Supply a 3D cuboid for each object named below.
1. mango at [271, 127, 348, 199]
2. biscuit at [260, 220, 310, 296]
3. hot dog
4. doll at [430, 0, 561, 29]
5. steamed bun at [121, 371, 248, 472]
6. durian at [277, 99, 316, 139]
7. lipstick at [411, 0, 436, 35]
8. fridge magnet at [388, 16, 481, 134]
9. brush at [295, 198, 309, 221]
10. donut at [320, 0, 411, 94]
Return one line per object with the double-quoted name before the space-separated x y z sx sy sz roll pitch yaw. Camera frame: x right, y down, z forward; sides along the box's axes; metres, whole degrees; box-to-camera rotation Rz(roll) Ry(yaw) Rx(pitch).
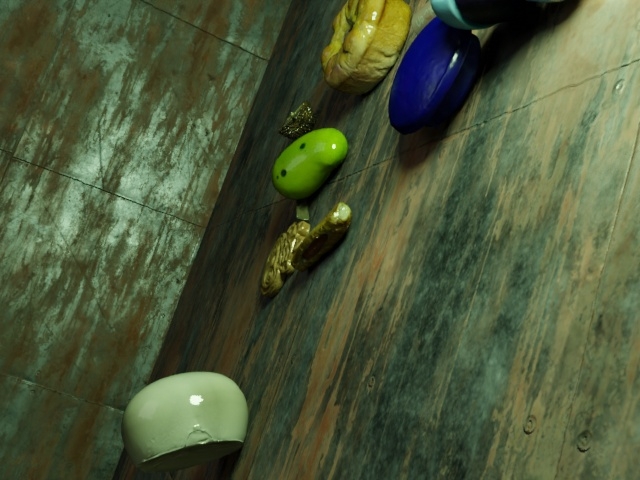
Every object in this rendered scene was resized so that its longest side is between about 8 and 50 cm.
"mango" -0.029 -0.219 1.963 0.293 0.143 0.175 -32 38 47
"biscuit" -0.110 0.051 2.033 0.288 0.044 0.202 -48 26 52
"hot dog" 0.001 -0.001 1.727 0.083 0.068 0.289 -52 1 -35
"doll" 0.303 -0.438 1.178 0.314 0.177 0.141 5 117 55
"steamed bun" -0.342 0.449 1.770 0.324 0.324 0.206 -46 52 49
"durian" -0.069 -0.391 2.338 0.148 0.091 0.188 -43 -2 1
"lipstick" 0.285 -0.512 1.490 0.254 0.070 0.070 -21 49 67
"fridge magnet" 0.223 -0.331 1.386 0.265 0.113 0.265 -56 22 36
"brush" -0.057 -0.125 2.086 0.248 0.043 0.036 -96 16 -54
"donut" 0.115 -0.540 1.893 0.299 0.150 0.317 -63 19 14
